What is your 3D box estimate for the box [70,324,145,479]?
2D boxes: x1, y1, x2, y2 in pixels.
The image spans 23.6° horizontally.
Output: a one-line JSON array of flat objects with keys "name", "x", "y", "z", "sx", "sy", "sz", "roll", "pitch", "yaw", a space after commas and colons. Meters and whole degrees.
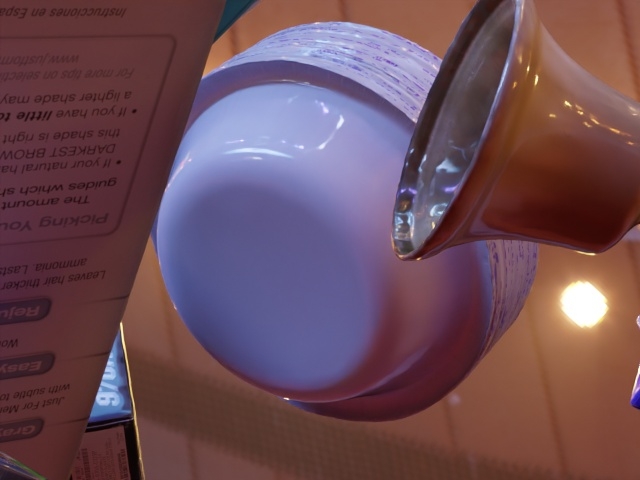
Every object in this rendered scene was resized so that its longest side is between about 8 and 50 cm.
[{"name": "box", "x": -0.147, "y": 0.116, "z": 1.003, "sx": 0.220, "sy": 0.051, "sz": 0.175, "roll": -110, "pitch": -165, "yaw": -54}]

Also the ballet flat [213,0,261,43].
[{"name": "ballet flat", "x": -0.039, "y": -0.281, "z": 1.262, "sx": 0.400, "sy": 0.139, "sz": 0.139, "roll": -31, "pitch": -84, "yaw": 21}]

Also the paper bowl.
[{"name": "paper bowl", "x": 0.000, "y": 0.000, "z": 1.084, "sx": 0.284, "sy": 0.148, "sz": 0.284, "roll": 15, "pitch": -59, "yaw": 25}]

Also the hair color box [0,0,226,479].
[{"name": "hair color box", "x": -0.182, "y": -0.019, "z": 0.701, "sx": 0.113, "sy": 0.185, "sz": 0.374, "roll": 53, "pitch": -45, "yaw": 37}]

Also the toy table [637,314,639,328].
[{"name": "toy table", "x": 0.346, "y": 0.065, "z": 0.991, "sx": 0.161, "sy": 0.274, "sz": 0.252, "roll": -48, "pitch": -126, "yaw": 12}]

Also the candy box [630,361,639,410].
[{"name": "candy box", "x": 0.469, "y": 0.025, "z": 1.628, "sx": 0.122, "sy": 0.268, "sz": 0.317, "roll": 30, "pitch": -57, "yaw": 1}]

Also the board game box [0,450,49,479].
[{"name": "board game box", "x": -0.175, "y": 0.158, "z": 0.536, "sx": 0.035, "sy": 0.201, "sz": 0.136, "roll": 30, "pitch": -11, "yaw": 11}]

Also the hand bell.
[{"name": "hand bell", "x": 0.165, "y": -0.012, "z": 0.654, "sx": 0.242, "sy": 0.126, "sz": 0.126, "roll": 19, "pitch": -43, "yaw": -10}]
